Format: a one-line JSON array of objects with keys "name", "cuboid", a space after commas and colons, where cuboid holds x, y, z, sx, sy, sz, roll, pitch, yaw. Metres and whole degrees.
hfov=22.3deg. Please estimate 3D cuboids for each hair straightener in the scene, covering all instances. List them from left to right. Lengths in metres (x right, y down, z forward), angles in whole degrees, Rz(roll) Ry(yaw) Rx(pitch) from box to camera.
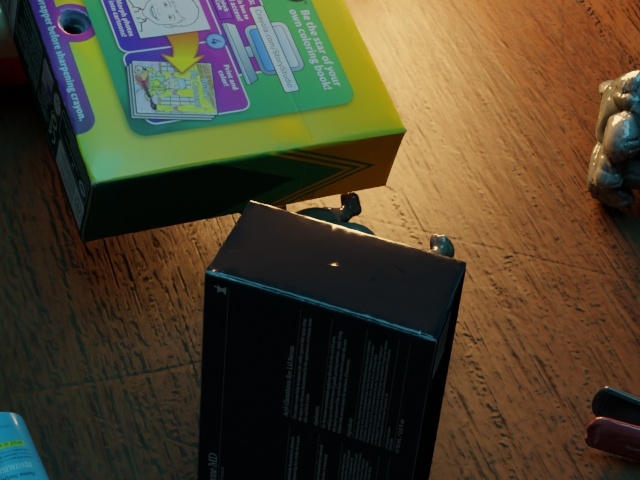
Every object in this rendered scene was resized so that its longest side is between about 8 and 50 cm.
[{"name": "hair straightener", "cuboid": [0.353, 0.170, 1.445, 0.230, 0.047, 0.089, 12, 41, 7]}]

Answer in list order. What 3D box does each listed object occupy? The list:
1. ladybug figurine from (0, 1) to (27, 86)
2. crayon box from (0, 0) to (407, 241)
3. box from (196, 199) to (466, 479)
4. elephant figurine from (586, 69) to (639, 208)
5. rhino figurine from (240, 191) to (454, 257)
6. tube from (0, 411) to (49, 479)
[{"name": "ladybug figurine", "cuboid": [-0.310, -0.287, 1.810, 0.449, 0.162, 0.305, -14, 45, -22]}, {"name": "crayon box", "cuboid": [-0.129, -0.195, 1.602, 0.313, 0.106, 0.363, -10, 59, -22]}, {"name": "box", "cuboid": [0.003, 0.117, 1.303, 0.184, 0.261, 0.103, 15, 41, 10]}, {"name": "elephant figurine", "cuboid": [0.407, -0.087, 1.685, 0.239, 0.169, 0.186, 12, 74, 2]}, {"name": "rhino figurine", "cuboid": [0.000, 0.000, 1.584, 0.243, 0.073, 0.106, 24, 41, 22]}, {"name": "tube", "cuboid": [-0.235, 0.232, 1.311, 0.080, 0.052, 0.207, -18, 51, -16]}]
